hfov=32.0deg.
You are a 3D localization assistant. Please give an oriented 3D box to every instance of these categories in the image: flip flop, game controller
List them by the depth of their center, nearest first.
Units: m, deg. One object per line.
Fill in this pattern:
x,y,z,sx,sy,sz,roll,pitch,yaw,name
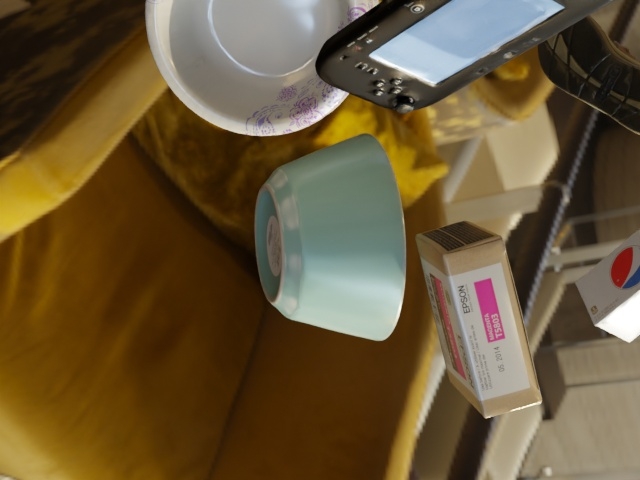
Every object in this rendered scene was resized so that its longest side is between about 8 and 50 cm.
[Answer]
0.142,-0.219,1.110,0.166,0.319,0.067,6,66,-42,game controller
0.433,-0.248,1.655,0.277,0.112,0.080,43,28,29,flip flop

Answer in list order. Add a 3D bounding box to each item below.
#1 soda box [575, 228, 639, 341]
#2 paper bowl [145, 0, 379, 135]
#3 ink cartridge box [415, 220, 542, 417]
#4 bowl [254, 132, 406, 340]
0.402,0.020,1.282,0.069,0.216,0.074,26,33,-33,soda box
-0.066,-0.285,1.408,0.148,0.284,0.284,-61,133,-65,paper bowl
0.213,0.103,1.536,0.193,0.088,0.235,-130,-155,-81,ink cartridge box
0.000,0.000,1.643,0.163,0.311,0.312,-4,82,-16,bowl
